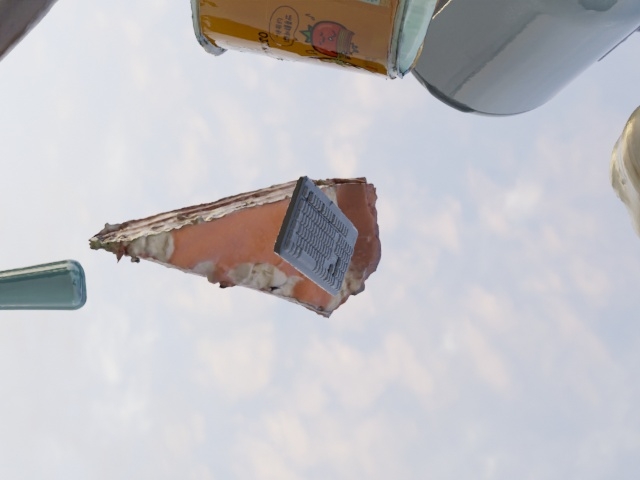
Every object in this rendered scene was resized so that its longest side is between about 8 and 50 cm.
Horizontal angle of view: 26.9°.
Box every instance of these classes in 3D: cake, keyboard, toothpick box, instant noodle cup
[{"bbox_3d":[-0.072,0.010,1.206,0.098,0.287,0.135,-139,-130,-58],"label":"cake"},{"bbox_3d":[0.000,0.000,0.870,0.010,0.155,0.053,16,-97,16],"label":"keyboard"},{"bbox_3d":[0.241,-0.283,1.368,0.354,0.263,0.263,137,-63,-69],"label":"toothpick box"},{"bbox_3d":[0.010,-0.233,1.095,0.172,0.216,0.216,18,-65,11],"label":"instant noodle cup"}]

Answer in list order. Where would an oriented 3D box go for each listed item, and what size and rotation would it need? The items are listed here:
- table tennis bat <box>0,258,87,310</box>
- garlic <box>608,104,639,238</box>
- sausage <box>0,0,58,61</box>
[{"bbox_3d":[-0.304,0.043,1.031,0.040,0.244,0.153,164,-78,-76],"label":"table tennis bat"},{"bbox_3d":[0.315,-0.020,1.120,0.199,0.226,0.199,26,-30,16],"label":"garlic"},{"bbox_3d":[-0.227,-0.210,0.923,0.123,0.501,0.136,39,-18,-2],"label":"sausage"}]
